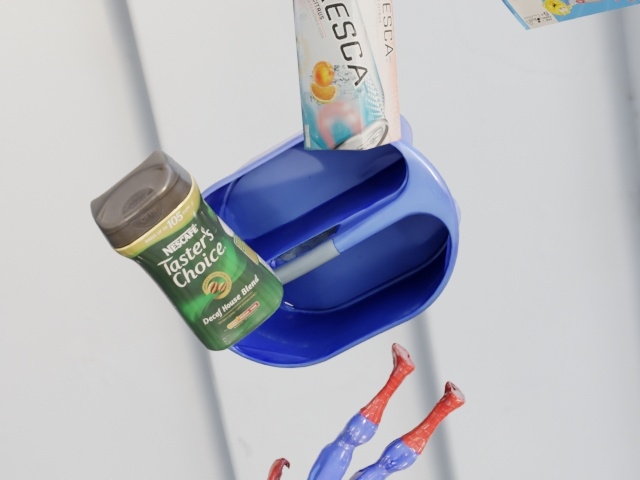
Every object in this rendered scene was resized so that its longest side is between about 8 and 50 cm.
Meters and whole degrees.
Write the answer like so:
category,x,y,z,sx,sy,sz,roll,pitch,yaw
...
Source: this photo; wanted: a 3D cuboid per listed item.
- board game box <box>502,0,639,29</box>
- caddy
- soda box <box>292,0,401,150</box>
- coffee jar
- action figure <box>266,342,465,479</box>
category,x,y,z,sx,sy,sz,roll,pitch,yaw
board game box,0.338,-0.390,1.327,0.302,0.086,0.308,-8,60,34
caddy,0.000,0.000,1.479,0.341,0.241,0.179,-29,11,23
soda box,0.019,-0.164,1.023,0.058,0.183,0.063,2,13,34
coffee jar,-0.121,0.009,1.184,0.096,0.184,0.079,-39,30,2
action figure,0.009,0.214,1.162,0.280,0.091,0.139,-52,8,8
